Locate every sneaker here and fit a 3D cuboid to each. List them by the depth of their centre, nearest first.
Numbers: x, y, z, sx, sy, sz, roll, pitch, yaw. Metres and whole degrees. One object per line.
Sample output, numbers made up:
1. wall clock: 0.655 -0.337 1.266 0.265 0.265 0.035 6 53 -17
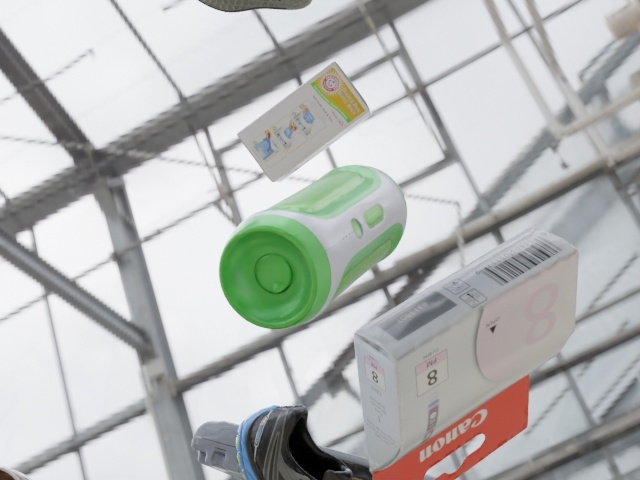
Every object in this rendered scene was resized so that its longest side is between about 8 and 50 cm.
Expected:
1. sneaker: -0.003 0.221 0.970 0.078 0.188 0.067 -27 -5 24
2. sneaker: -0.090 -0.426 1.816 0.226 0.163 0.086 9 -40 19

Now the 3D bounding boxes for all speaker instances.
1. speaker: 0.000 0.000 1.298 0.131 0.131 0.296 -41 -3 26

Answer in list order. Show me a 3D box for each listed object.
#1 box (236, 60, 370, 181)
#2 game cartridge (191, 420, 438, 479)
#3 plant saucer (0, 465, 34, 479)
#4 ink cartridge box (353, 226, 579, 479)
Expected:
1. box: -0.023 -0.196 1.991 0.203 0.103 0.114 -36 0 6
2. game cartridge: 0.028 0.264 1.286 0.297 0.062 0.198 11 -11 21
3. plant saucer: -0.283 0.375 1.179 0.050 0.311 0.311 -5 -37 -32
4. ink cartridge box: 0.122 0.125 0.956 0.189 0.066 0.232 -29 -52 -26
